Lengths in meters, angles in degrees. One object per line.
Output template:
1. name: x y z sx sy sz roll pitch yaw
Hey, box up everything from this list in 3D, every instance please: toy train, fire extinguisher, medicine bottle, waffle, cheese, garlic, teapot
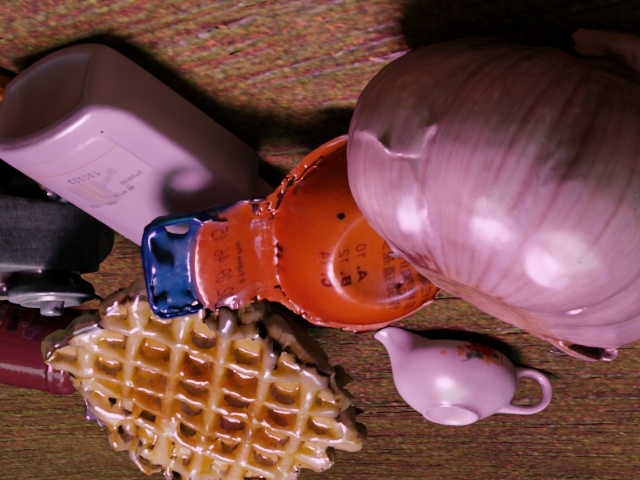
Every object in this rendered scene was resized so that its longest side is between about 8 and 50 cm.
1. toy train: -0.391 -0.003 1.643 0.253 0.160 0.397 -3 175 30
2. fire extinguisher: -0.382 0.120 2.096 0.337 0.106 0.147 8 131 4
3. medicine bottle: -0.155 -0.066 1.553 0.161 0.111 0.296 -17 142 36
4. waffle: -0.117 0.152 1.711 0.297 0.073 0.317 -19 128 31
5. cheese: 0.000 0.000 1.513 0.329 0.129 0.217 -11 118 -12
6. garlic: 0.160 -0.044 1.291 0.322 0.241 0.322 10 156 4
7. teapot: 0.169 0.170 1.958 0.226 0.092 0.145 14 157 -13

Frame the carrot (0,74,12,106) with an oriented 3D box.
1. carrot: -0.395 -0.113 1.600 0.260 0.070 0.070 -9 149 37

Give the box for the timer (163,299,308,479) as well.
1. timer: -0.118 0.169 1.909 0.215 0.230 0.229 21 155 -7
